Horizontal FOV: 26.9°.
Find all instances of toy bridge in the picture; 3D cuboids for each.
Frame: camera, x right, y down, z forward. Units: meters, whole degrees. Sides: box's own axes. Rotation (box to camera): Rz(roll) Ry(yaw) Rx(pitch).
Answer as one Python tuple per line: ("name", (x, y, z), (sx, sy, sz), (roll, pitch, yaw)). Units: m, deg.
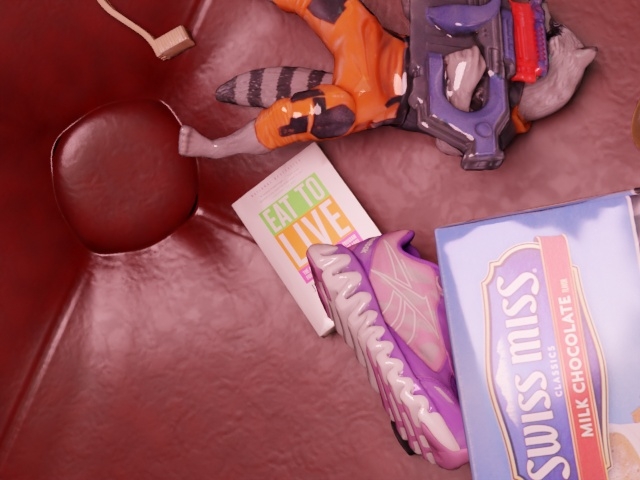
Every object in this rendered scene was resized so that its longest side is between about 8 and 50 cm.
("toy bridge", (-0.185, -0.250, 1.242), (0.063, 0.026, 0.188), (-28, 81, 10))

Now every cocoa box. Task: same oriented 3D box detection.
("cocoa box", (0.226, 0.090, 0.975), (0.228, 0.347, 0.231), (-9, 85, 12))

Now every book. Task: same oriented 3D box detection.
("book", (0.000, 0.000, 1.175), (0.096, 0.035, 0.144), (-36, 75, 3))

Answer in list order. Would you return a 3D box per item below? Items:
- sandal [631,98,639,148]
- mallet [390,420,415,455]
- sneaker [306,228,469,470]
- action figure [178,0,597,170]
("sandal", (0.324, -0.151, 1.127), (0.072, 0.049, 0.180), (35, 108, 17))
("mallet", (0.050, 0.100, 1.171), (0.062, 0.039, 0.189), (-39, 76, 3))
("sneaker", (0.077, 0.072, 1.060), (0.105, 0.095, 0.236), (-23, 49, -9))
("action figure", (0.069, -0.181, 1.151), (0.330, 0.178, 0.341), (7, 61, 5))
